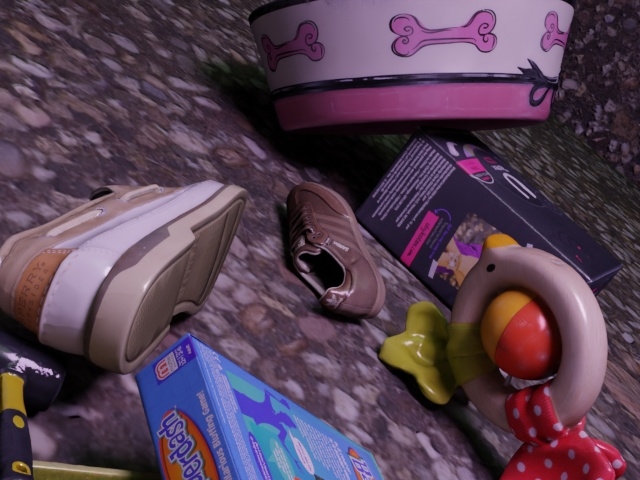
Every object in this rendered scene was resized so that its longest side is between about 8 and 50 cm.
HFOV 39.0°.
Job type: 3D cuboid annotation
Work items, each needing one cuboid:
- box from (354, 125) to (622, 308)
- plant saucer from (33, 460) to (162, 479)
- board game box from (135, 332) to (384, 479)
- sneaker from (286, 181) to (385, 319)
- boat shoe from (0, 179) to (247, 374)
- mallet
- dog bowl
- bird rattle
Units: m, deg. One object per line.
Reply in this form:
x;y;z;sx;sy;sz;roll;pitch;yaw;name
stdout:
0.204;-0.002;1.100;0.270;0.143;0.165;45;25;18;box
-0.110;0.194;0.425;0.188;0.045;0.188;17;30;-36;plant saucer
-0.009;0.165;0.534;0.210;0.047;0.160;42;13;-43;board game box
0.000;0.000;0.914;0.071;0.066;0.188;13;32;-41;sneaker
-0.132;0.002;0.666;0.103;0.113;0.302;21;11;4;boat shoe
-0.155;0.095;0.481;0.062;0.039;0.190;26;2;-30;mallet
0.115;-0.216;1.151;0.408;0.150;0.408;-2;4;0;dog bowl
0.170;0.112;0.791;0.143;0.206;0.253;0;29;-26;bird rattle
